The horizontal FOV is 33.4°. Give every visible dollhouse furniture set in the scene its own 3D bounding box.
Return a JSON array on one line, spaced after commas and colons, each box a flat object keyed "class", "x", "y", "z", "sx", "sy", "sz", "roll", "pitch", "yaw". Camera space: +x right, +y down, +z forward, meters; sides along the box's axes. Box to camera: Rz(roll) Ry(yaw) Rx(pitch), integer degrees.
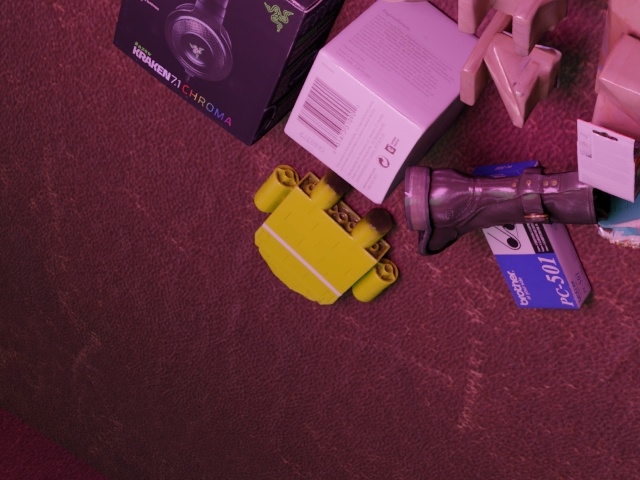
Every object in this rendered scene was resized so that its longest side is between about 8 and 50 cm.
[{"class": "dollhouse furniture set", "x": 0.346, "y": -0.252, "z": 0.990, "sx": 0.362, "sy": 0.256, "sz": 0.394, "roll": 27, "pitch": 162, "yaw": 20}]

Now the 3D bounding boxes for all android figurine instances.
[{"class": "android figurine", "x": 0.000, "y": 0.000, "z": 1.631, "sx": 0.248, "sy": 0.056, "sz": 0.273, "roll": 42, "pitch": 143, "yaw": 0}]

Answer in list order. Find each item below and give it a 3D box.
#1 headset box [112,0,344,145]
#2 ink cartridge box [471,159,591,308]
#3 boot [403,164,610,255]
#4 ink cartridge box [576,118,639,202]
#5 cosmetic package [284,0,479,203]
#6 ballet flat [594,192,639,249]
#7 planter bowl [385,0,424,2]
[{"class": "headset box", "x": -0.113, "y": -0.307, "z": 1.363, "sx": 0.246, "sy": 0.131, "sz": 0.283, "roll": 38, "pitch": 143, "yaw": 5}, {"class": "ink cartridge box", "x": 0.271, "y": -0.003, "z": 1.390, "sx": 0.097, "sy": 0.046, "sz": 0.207, "roll": -3, "pitch": 125, "yaw": 45}, {"class": "boot", "x": 0.225, "y": -0.034, "z": 1.262, "sx": 0.228, "sy": 0.091, "sz": 0.263, "roll": 0, "pitch": 171, "yaw": 14}, {"class": "ink cartridge box", "x": 0.289, "y": -0.087, "z": 1.056, "sx": 0.062, "sy": 0.029, "sz": 0.115, "roll": 25, "pitch": 160, "yaw": 26}, {"class": "cosmetic package", "x": 0.083, "y": -0.177, "z": 1.271, "sx": 0.151, "sy": 0.184, "sz": 0.151, "roll": 39, "pitch": 144, "yaw": 7}, {"class": "ballet flat", "x": 0.427, "y": -0.031, "z": 1.210, "sx": 0.077, "sy": 0.091, "sz": 0.241, "roll": 30, "pitch": 160, "yaw": -38}, {"class": "planter bowl", "x": 0.092, "y": -0.321, "z": 1.133, "sx": 0.162, "sy": 0.109, "sz": 0.162, "roll": 25, "pitch": 140, "yaw": 23}]
